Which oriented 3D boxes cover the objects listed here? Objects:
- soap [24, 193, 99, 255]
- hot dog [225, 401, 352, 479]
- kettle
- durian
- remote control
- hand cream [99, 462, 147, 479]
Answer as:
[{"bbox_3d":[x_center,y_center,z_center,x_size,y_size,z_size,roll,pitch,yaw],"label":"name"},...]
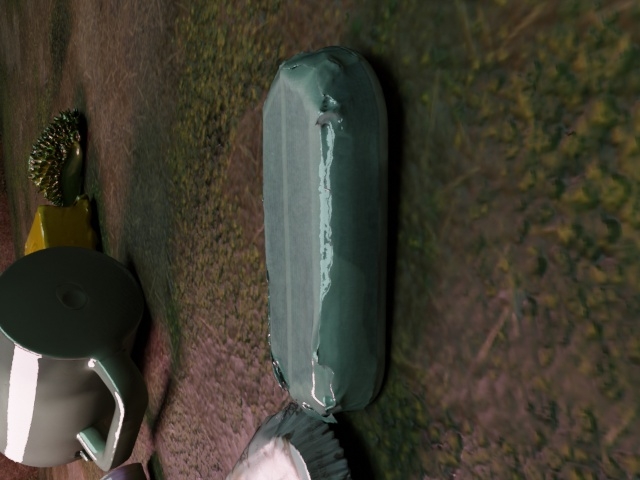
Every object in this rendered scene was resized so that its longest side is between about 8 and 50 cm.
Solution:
[{"bbox_3d":[-0.516,0.054,1.096,0.324,0.096,0.204,-26,74,54],"label":"soap"},{"bbox_3d":[-0.029,0.196,0.438,0.099,0.053,0.192,64,144,29],"label":"hot dog"},{"bbox_3d":[-0.387,0.204,0.829,0.318,0.205,0.265,-60,34,37],"label":"kettle"},{"bbox_3d":[-0.513,-0.162,1.066,0.137,0.095,0.221,58,132,32],"label":"durian"},{"bbox_3d":[0.000,0.000,0.367,0.104,0.052,0.247,17,111,55],"label":"remote control"},{"bbox_3d":[-0.239,0.480,0.778,0.312,0.070,0.111,59,135,27],"label":"hand cream"}]
